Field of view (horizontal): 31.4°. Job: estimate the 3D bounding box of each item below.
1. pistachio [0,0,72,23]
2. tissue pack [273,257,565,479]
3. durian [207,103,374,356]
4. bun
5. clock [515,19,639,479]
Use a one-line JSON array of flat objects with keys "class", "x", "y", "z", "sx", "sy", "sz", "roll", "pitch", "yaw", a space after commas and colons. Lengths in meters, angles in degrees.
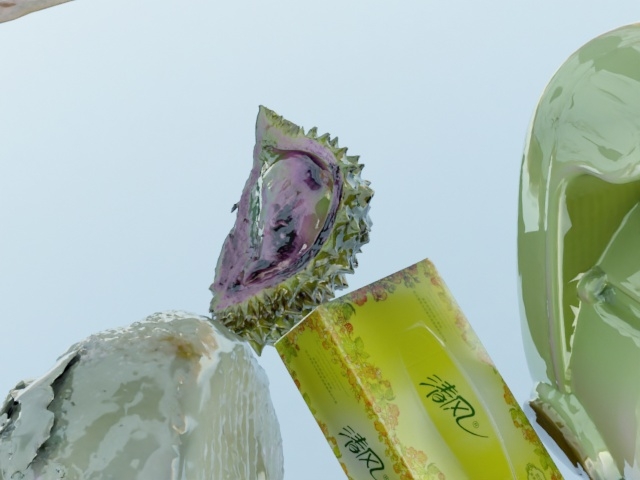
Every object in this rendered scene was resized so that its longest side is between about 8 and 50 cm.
[{"class": "pistachio", "x": -0.134, "y": -0.163, "z": 0.396, "sx": 0.299, "sy": 0.187, "sz": 0.187, "roll": -31, "pitch": -150, "yaw": -30}, {"class": "tissue pack", "x": 0.062, "y": 0.107, "z": 0.658, "sx": 0.095, "sy": 0.176, "sz": 0.062, "roll": -21, "pitch": 166, "yaw": -36}, {"class": "durian", "x": 0.002, "y": -0.001, "z": 0.849, "sx": 0.108, "sy": 0.119, "sz": 0.186, "roll": -6, "pitch": -115, "yaw": 48}, {"class": "bun", "x": -0.108, "y": 0.155, "z": 0.632, "sx": 0.141, "sy": 0.239, "sz": 0.239, "roll": -1, "pitch": -135, "yaw": 14}, {"class": "clock", "x": 0.257, "y": 0.040, "z": 0.656, "sx": 0.286, "sy": 0.348, "sz": 0.117, "roll": -12, "pitch": -153, "yaw": -19}]
